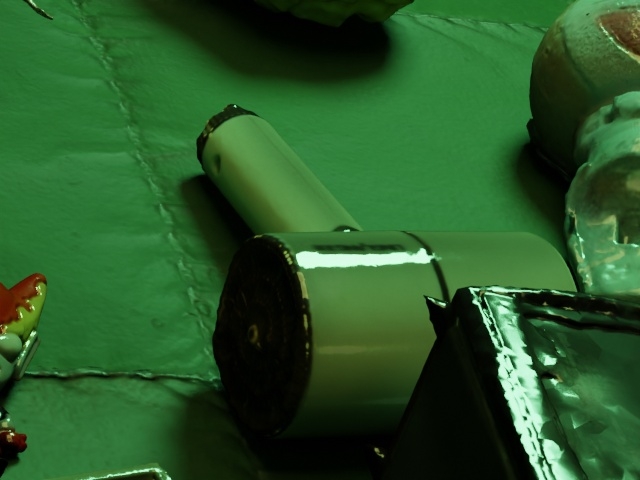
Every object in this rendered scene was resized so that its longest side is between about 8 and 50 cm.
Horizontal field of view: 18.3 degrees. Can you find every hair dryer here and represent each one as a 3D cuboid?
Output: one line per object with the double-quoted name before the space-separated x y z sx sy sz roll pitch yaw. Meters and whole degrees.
"hair dryer" 0.000 0.000 1.323 0.203 0.128 0.362 -1 29 -27

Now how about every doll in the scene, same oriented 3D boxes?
"doll" -0.208 0.067 1.159 0.109 0.057 0.169 20 43 -27

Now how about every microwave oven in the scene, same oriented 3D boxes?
"microwave oven" 0.146 0.157 1.076 0.178 0.188 0.247 7 34 -17

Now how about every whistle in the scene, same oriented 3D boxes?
"whistle" 0.250 -0.083 1.526 0.189 0.189 0.347 16 43 -4

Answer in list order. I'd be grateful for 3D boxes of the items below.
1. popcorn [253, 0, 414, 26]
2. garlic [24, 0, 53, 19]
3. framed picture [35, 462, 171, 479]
"popcorn" 0.001 -0.289 1.678 0.250 0.190 0.250 19 32 -13
"garlic" -0.301 -0.212 1.439 0.198 0.090 0.128 5 49 -32
"framed picture" -0.112 0.211 1.016 0.189 0.023 0.260 -5 39 -33
